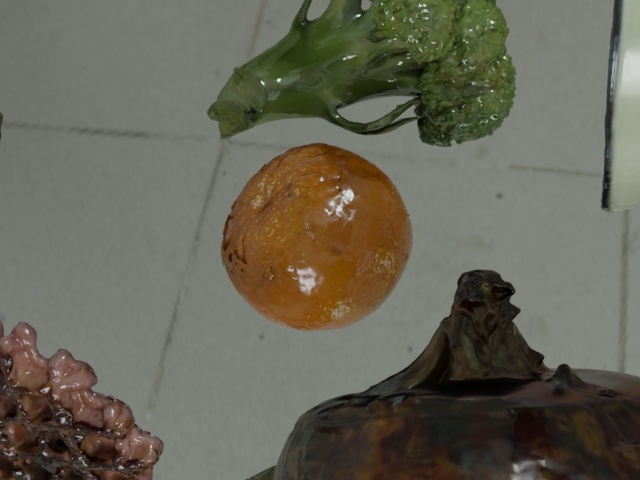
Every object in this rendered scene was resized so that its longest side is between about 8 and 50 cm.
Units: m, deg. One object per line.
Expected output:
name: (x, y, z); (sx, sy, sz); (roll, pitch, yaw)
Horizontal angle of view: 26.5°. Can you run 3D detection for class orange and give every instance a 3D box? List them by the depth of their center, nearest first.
orange: (0.000, 0.000, 1.329); (0.193, 0.161, 0.193); (-26, 38, 22)

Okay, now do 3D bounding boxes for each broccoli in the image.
broccoli: (0.053, -0.226, 1.390); (0.302, 0.186, 0.254); (2, 91, -16)

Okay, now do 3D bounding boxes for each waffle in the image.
waffle: (-0.237, 0.156, 1.090); (0.221, 0.234, 0.055); (36, 43, 0)

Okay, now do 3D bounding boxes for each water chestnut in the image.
water chestnut: (0.134, 0.173, 1.008); (0.351, 0.350, 0.302); (-4, 84, 1)

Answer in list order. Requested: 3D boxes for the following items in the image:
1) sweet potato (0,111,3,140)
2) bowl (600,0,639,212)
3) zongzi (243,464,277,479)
sweet potato: (-0.239, 0.052, 0.834); (0.059, 0.281, 0.067); (6, 11, -17)
bowl: (0.227, -0.129, 0.769); (0.126, 0.237, 0.237); (5, 52, 10)
zongzi: (-0.088, 0.387, 1.643); (0.189, 0.081, 0.178); (-26, 74, -8)
